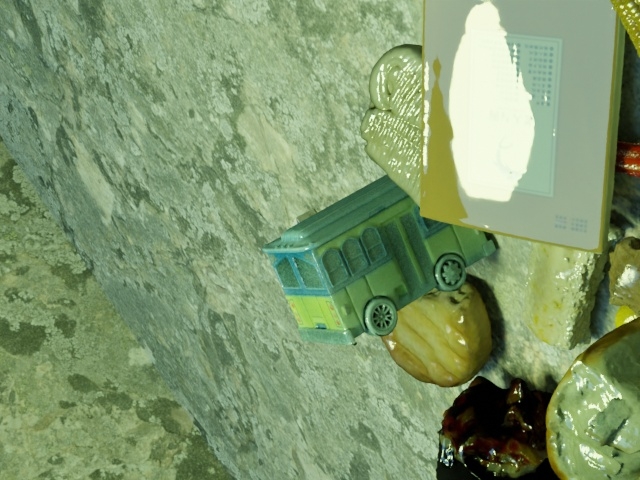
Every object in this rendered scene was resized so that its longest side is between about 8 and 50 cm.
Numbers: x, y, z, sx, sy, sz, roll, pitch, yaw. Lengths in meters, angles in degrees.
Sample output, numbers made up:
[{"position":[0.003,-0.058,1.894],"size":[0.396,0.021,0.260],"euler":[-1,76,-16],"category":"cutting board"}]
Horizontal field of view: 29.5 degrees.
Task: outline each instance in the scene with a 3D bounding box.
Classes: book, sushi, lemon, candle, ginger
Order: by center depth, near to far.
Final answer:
[{"position":[0.423,-0.093,1.475],"size":[0.329,0.048,0.051],"euler":[18,139,52],"category":"candle"},{"position":[0.247,-0.183,1.538],"size":[0.269,0.032,0.388],"euler":[14,119,29],"category":"book"},{"position":[0.426,0.022,1.562],"size":[0.096,0.067,0.165],"euler":[54,134,26],"category":"ginger"},{"position":[0.429,0.108,1.632],"size":[0.065,0.065,0.092],"euler":[57,143,6],"category":"lemon"},{"position":[0.285,0.322,1.900],"size":[0.215,0.227,0.212],"euler":[11,119,48],"category":"sushi"}]

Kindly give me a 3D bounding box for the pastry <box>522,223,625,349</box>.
[{"position":[0.341,0.054,1.712],"size":[0.121,0.089,0.258],"euler":[48,147,36],"category":"pastry"}]

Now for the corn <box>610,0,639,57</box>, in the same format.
[{"position":[0.401,-0.215,1.346],"size":[0.313,0.102,0.102],"euler":[57,152,8],"category":"corn"}]

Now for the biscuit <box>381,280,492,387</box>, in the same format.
[{"position":[0.183,0.136,2.033],"size":[0.274,0.091,0.213],"euler":[27,135,44],"category":"biscuit"}]

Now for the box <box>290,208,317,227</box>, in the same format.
[{"position":[0.000,0.000,2.245],"size":[0.117,0.051,0.036],"euler":[52,143,18],"category":"box"}]

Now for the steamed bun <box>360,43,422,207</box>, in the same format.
[{"position":[0.171,-0.169,1.710],"size":[0.218,0.144,0.211],"euler":[39,131,20],"category":"steamed bun"}]

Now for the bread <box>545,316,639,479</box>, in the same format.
[{"position":[0.435,0.222,1.530],"size":[0.225,0.279,0.250],"euler":[53,153,43],"category":"bread"}]

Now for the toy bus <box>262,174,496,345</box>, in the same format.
[{"position":[0.093,0.015,1.831],"size":[0.152,0.312,0.190],"euler":[-4,113,59],"category":"toy bus"}]
